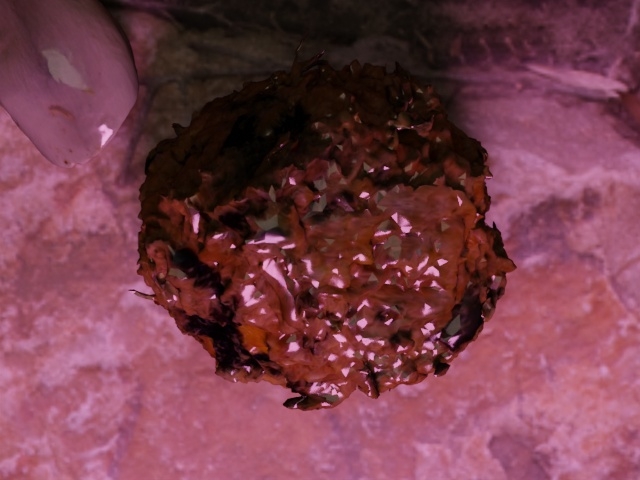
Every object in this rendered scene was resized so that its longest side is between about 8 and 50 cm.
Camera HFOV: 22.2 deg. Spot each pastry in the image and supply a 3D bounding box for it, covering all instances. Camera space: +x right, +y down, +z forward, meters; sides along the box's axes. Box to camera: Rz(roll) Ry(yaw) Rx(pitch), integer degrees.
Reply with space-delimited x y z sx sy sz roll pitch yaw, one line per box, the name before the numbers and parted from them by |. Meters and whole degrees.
pastry | 0.000 0.000 1.144 0.275 0.193 0.274 0 96 1

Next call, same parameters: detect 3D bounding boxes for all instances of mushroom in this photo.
mushroom | -0.219 -0.162 1.187 0.116 0.093 0.225 -31 100 27
